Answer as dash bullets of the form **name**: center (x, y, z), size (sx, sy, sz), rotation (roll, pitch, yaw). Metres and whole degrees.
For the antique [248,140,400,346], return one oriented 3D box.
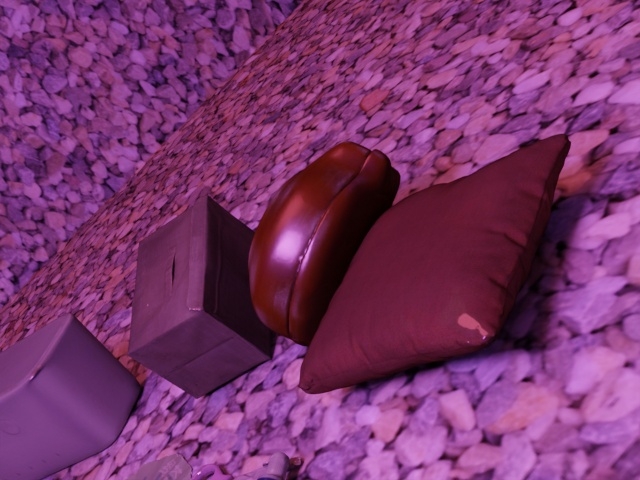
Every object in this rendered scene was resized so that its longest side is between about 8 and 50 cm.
- **antique**: center (0.000, 0.000, 1.279), size (0.278, 0.129, 0.223), rotation (-65, -19, 2)

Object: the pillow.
- **pillow**: center (0.132, 0.031, 1.093), size (0.305, 0.108, 0.308), rotation (-24, 28, 48)

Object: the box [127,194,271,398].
- **box**: center (-0.177, 0.081, 1.420), size (0.149, 0.155, 0.231), rotation (-32, 41, 24)

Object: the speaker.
- **speaker**: center (-0.503, 0.295, 1.651), size (0.406, 0.184, 0.183), rotation (-28, 25, 35)

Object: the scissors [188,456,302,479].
- **scissors**: center (-0.103, 0.293, 1.153), size (0.212, 0.021, 0.110), rotation (-31, 26, 33)

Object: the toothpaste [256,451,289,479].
- **toothpaste**: center (-0.070, 0.321, 1.021), size (0.062, 0.037, 0.216), rotation (-25, 33, 38)

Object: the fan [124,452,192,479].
- **fan**: center (-0.226, 0.347, 1.297), size (0.131, 0.009, 0.240), rotation (-47, 20, -13)
